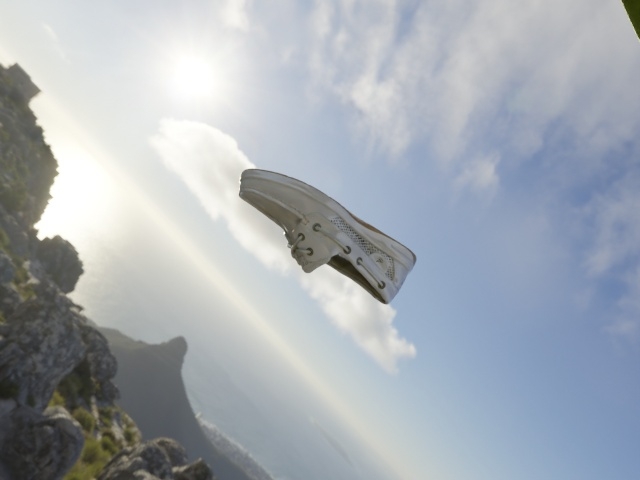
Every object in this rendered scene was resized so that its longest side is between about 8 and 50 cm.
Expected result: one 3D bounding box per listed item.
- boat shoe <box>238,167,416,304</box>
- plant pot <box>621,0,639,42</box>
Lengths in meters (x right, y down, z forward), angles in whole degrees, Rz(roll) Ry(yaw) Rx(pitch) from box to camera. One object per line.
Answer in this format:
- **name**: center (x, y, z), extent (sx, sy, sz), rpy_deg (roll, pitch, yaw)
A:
- **boat shoe**: center (0.000, 0.000, 0.676), extent (0.277, 0.096, 0.098), rpy_deg (29, -15, -8)
- **plant pot**: center (0.304, -0.249, 0.252), extent (0.293, 0.275, 0.275), rpy_deg (-24, -65, 35)
